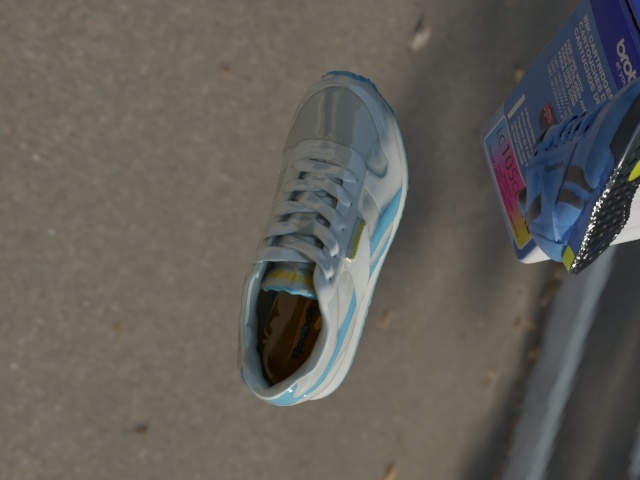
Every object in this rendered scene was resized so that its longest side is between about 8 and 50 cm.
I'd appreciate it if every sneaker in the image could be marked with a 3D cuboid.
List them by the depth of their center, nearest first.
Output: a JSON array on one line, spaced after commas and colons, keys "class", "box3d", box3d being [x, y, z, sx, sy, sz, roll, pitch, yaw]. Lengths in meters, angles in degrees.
[{"class": "sneaker", "box3d": [0.169, -0.054, 1.112, 0.069, 0.082, 0.209, -35, 162, -21]}, {"class": "sneaker", "box3d": [0.000, 0.000, 1.148, 0.092, 0.087, 0.229, -5, 105, -74]}]

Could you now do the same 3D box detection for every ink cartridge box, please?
[{"class": "ink cartridge box", "box3d": [0.334, -0.134, 1.469, 0.270, 0.151, 0.395, -12, 165, -18]}]
